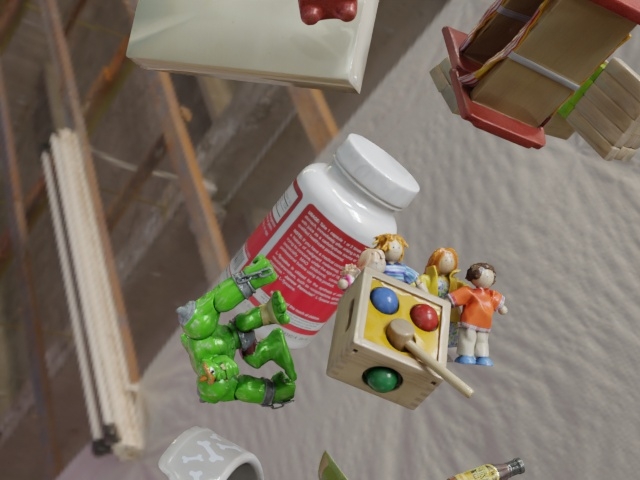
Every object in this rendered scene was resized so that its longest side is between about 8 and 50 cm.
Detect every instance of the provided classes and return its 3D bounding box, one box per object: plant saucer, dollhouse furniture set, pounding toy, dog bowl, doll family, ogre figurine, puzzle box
[{"bbox_3d":[0.063,0.433,1.560,0.037,0.241,0.241,-34,-140,-8],"label":"plant saucer"},{"bbox_3d":[0.127,-0.258,0.988,0.201,0.374,0.152,-48,-147,40],"label":"dollhouse furniture set"},{"bbox_3d":[0.089,0.114,1.091,0.100,0.130,0.141,-55,-164,43],"label":"pounding toy"},{"bbox_3d":[-0.192,0.477,1.599,0.102,0.349,0.349,11,-95,17],"label":"dog bowl"},{"bbox_3d":[0.118,0.075,1.338,0.118,0.262,0.163,-6,-102,63],"label":"doll family"},{"bbox_3d":[-0.094,0.119,1.145,0.197,0.118,0.097,88,-18,-51],"label":"ogre figurine"},{"bbox_3d":[-0.047,-0.378,1.136,0.272,0.052,0.409,10,-98,19],"label":"puzzle box"}]

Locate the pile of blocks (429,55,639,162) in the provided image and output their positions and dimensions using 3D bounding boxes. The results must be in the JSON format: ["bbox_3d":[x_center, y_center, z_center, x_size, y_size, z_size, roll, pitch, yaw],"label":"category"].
[{"bbox_3d":[0.328,-0.214,1.418,0.362,0.112,0.149,25,-77,42],"label":"pile of blocks"}]

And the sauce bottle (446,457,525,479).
[{"bbox_3d":[0.263,0.376,1.597,0.042,0.128,0.042,162,-90,-73],"label":"sauce bottle"}]

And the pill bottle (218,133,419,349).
[{"bbox_3d":[0.000,0.000,1.972,0.408,0.229,0.229,-51,-138,18],"label":"pill bottle"}]
